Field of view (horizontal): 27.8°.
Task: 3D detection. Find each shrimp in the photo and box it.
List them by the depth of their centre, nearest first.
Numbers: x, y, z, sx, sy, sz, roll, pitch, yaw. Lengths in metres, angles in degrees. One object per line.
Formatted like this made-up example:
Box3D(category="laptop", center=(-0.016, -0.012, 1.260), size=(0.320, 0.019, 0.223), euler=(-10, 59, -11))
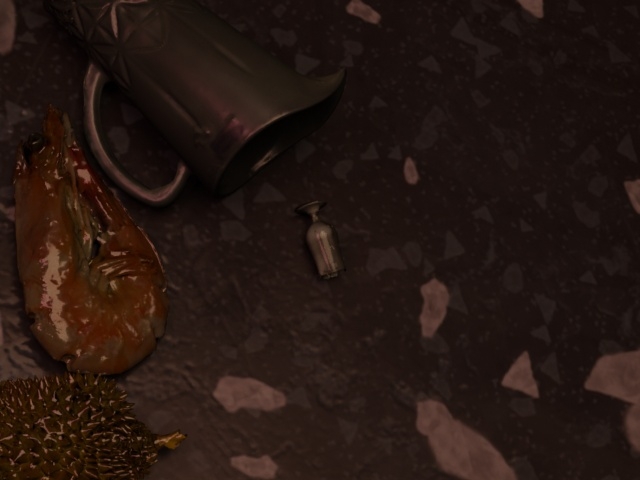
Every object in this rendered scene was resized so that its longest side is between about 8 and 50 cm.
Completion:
Box3D(category="shrimp", center=(-0.237, -0.005, 1.302), size=(0.154, 0.062, 0.294), euler=(-7, 77, -32))

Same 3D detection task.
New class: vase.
Box3D(category="vase", center=(-0.158, -0.177, 1.355), size=(0.301, 0.156, 0.251), euler=(42, 89, 7))

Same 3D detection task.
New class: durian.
Box3D(category="durian", center=(-0.223, 0.192, 1.207), size=(0.208, 0.102, 0.146), euler=(4, 65, -22))

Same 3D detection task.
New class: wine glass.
Box3D(category="wine glass", center=(0.000, 0.000, 1.386), size=(0.039, 0.042, 0.083), euler=(-18, 77, 7))
